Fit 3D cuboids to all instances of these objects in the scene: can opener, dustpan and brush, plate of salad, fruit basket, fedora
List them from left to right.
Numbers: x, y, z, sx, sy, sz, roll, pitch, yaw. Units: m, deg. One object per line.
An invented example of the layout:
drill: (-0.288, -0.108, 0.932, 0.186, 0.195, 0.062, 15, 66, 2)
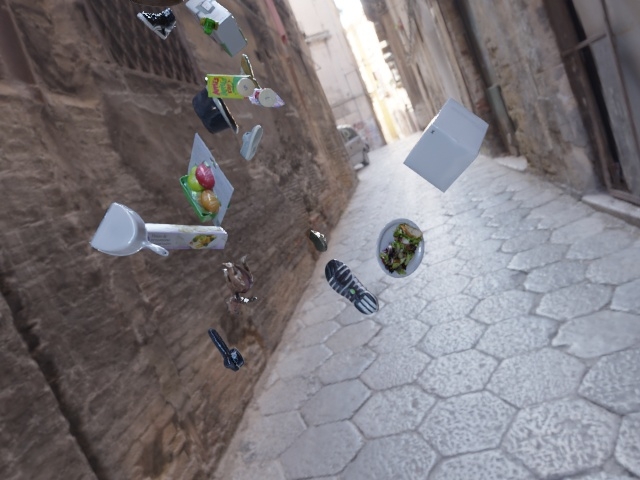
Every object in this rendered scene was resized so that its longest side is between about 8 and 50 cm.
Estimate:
dustpan and brush: (-0.535, -0.004, 1.358, 0.147, 0.211, 0.060, -65, -16, -8)
fruit basket: (-0.501, -0.258, 2.141, 0.165, 0.327, 0.353, -23, -19, -39)
fedora: (-0.571, -0.681, 2.476, 0.153, 0.334, 0.334, -31, 9, -4)
can opener: (-0.346, 0.393, 1.699, 0.073, 0.186, 0.059, -39, -23, -13)
plate of salad: (0.270, 0.026, 1.546, 0.200, 0.199, 0.048, -27, 16, -24)

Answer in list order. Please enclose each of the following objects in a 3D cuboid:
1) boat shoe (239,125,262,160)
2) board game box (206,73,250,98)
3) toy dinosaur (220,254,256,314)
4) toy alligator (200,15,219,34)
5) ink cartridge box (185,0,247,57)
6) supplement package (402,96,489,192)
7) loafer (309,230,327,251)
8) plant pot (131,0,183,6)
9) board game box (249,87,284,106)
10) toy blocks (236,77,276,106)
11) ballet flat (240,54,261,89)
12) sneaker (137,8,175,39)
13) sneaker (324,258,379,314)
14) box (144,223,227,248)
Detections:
boat shoe: (-0.361, -0.503, 2.387, 0.079, 0.081, 0.227, -49, -6, -42)
board game box: (-0.387, -0.653, 1.999, 0.181, 0.092, 0.043, 6, 26, 12)
toy dinosaur: (-0.347, 0.194, 2.074, 0.127, 0.200, 0.295, -14, -21, -26)
toy alligator: (-0.383, -0.730, 1.607, 0.056, 0.051, 0.189, 12, 20, -22)
ink cartridge box: (-0.538, -1.123, 2.445, 0.121, 0.289, 0.211, -43, -26, -2)
supplement package: (0.429, -0.328, 1.596, 0.175, 0.178, 0.293, -55, -2, 40)
loafer: (0.000, 0.000, 1.901, 0.050, 0.056, 0.148, 0, 28, -24)
plant pot: (-0.629, -1.032, 1.762, 0.215, 0.215, 0.230, -29, -34, -36)
board game box: (-0.215, -0.571, 1.837, 0.133, 0.033, 0.168, -6, 42, -26)
toy blocks: (-0.198, -0.452, 1.443, 0.054, 0.123, 0.148, -65, 15, 12)
ballet flat: (-0.347, -0.781, 2.289, 0.073, 0.232, 0.080, -24, 36, 2)
sneaker: (-0.715, -0.985, 2.079, 0.121, 0.079, 0.217, -47, -1, 7)
sneaker: (0.136, 0.199, 1.918, 0.106, 0.281, 0.162, -44, -25, 7)
box: (-0.473, -0.012, 1.604, 0.324, 0.063, 0.067, 2, 27, -43)
